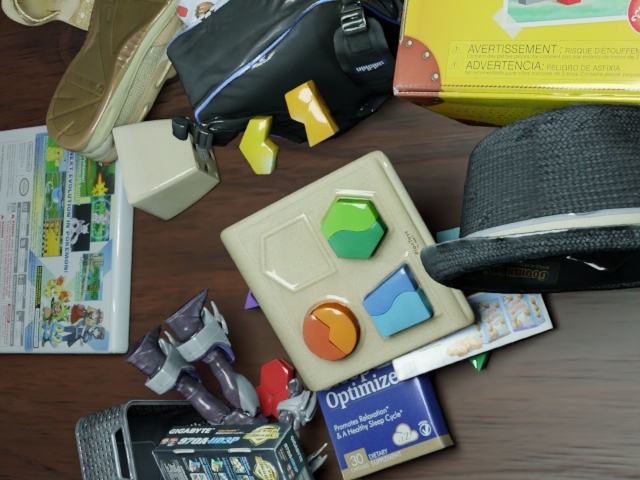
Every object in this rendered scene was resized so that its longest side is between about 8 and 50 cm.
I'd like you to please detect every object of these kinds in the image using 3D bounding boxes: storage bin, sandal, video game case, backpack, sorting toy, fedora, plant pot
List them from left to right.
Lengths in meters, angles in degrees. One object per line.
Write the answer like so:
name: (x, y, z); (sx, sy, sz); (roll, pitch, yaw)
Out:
sandal: (-0.405, -0.355, 1.769); (0.240, 0.079, 0.088); (18, 93, 33)
video game case: (-0.389, -0.003, 1.740); (0.299, 0.036, 0.329); (-3, 81, 32)
storage bin: (-0.204, 0.265, 1.498); (0.084, 0.180, 0.122); (-21, 73, 28)
plant pot: (-0.194, -0.101, 1.591); (0.096, 0.109, 0.109); (-19, 73, 16)
backpack: (-0.019, -0.227, 1.397); (0.276, 0.263, 0.213); (-31, 63, 27)
sorting toy: (0.000, 0.000, 1.303); (0.229, 0.041, 0.307); (-26, 98, 27)
fedora: (0.259, -0.042, 1.164); (0.334, 0.334, 0.153); (-9, 78, 32)

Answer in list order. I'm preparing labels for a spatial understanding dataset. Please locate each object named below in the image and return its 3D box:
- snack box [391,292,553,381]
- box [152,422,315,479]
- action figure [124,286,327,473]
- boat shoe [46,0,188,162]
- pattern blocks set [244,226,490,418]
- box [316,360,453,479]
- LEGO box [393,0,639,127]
snack box: (0.160, 0.096, 1.340); (0.178, 0.022, 0.064); (-20, 77, 7)
box: (-0.079, 0.316, 1.420); (0.175, 0.051, 0.220); (-7, 115, 32)
action figure: (-0.097, 0.205, 1.456); (0.185, 0.099, 0.285); (-36, 94, 25)
boat shoe: (-0.240, -0.264, 1.620); (0.121, 0.110, 0.341); (34, 94, 31)
pattern blocks set: (0.049, 0.092, 1.445); (0.324, 0.026, 0.286); (-1, 88, 31)
box: (0.054, 0.149, 1.404); (0.136, 0.036, 0.225); (-25, 75, 28)
LEGO box: (0.347, -0.302, 1.210); (0.500, 0.193, 0.373); (7, 87, 33)
